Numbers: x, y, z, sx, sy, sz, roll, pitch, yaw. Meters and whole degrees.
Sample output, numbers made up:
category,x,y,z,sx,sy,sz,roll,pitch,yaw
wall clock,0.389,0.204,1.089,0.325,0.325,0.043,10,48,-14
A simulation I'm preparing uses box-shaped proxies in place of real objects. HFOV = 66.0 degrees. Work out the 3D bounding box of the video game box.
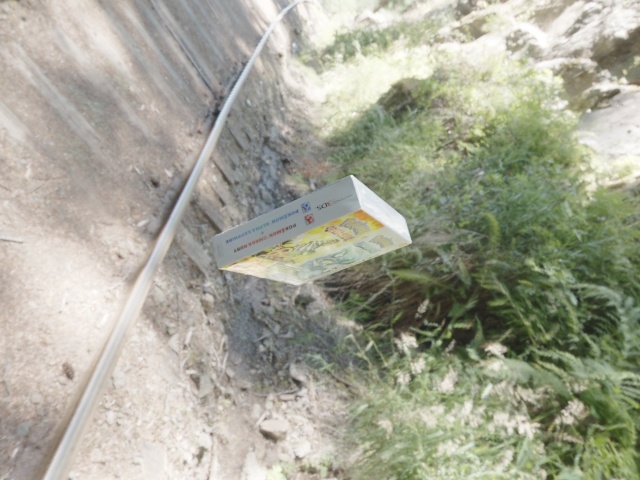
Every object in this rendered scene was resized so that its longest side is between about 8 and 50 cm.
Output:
category,x,y,z,sx,sy,sz,roll,pitch,yaw
video game box,0.000,0.000,0.625,0.205,0.187,0.048,22,47,-62
